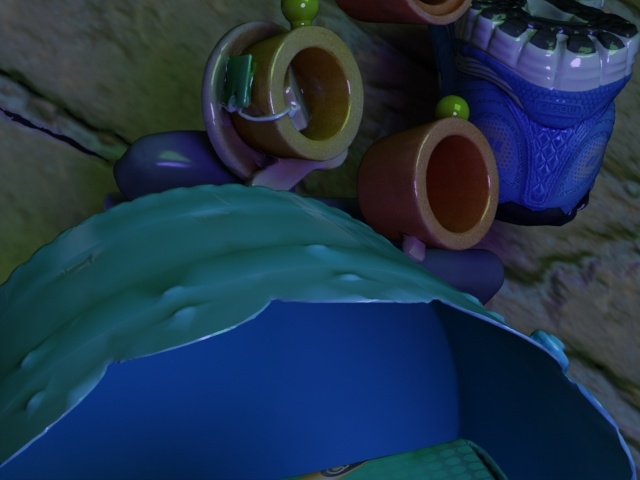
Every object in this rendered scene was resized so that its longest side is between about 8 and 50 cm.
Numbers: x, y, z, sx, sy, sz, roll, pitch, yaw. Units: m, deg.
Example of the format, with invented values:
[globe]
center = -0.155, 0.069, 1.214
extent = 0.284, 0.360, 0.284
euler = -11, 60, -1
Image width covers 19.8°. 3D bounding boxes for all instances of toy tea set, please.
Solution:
[toy tea set]
center = 0.048, -0.026, 0.945
extent = 0.200, 0.124, 0.336
euler = -12, 96, -46

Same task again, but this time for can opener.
[can opener]
center = 0.000, 0.000, 1.030
extent = 0.280, 0.093, 0.074
euler = 6, 50, -43

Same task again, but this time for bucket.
[bucket]
center = -0.026, 0.117, 0.722
extent = 0.281, 0.281, 0.183
euler = 25, 12, -21

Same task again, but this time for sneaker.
[sneaker]
center = 0.116, -0.092, 1.165
extent = 0.130, 0.147, 0.330
euler = 10, 16, -1

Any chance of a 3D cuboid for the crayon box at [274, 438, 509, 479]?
[crayon box]
center = -0.062, 0.178, 0.589
extent = 0.278, 0.165, 0.081
euler = -11, 23, -11
